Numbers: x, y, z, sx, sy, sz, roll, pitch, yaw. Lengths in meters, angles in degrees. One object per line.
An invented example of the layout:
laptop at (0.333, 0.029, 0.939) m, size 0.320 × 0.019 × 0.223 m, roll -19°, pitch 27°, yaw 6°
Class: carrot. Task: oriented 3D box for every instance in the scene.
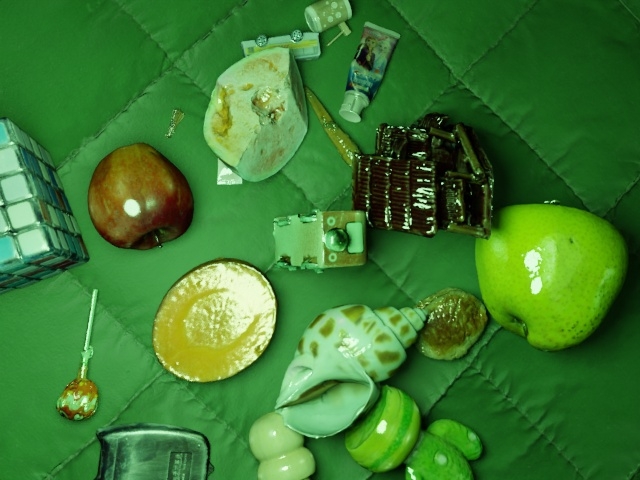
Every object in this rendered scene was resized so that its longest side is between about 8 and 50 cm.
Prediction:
carrot at (-0.239, 0.180, 1.393) m, size 0.307 × 0.100 × 0.258 m, roll -39°, pitch 86°, yaw -7°
carrot at (0.026, -0.280, 1.509) m, size 0.049 × 0.049 × 0.255 m, roll -34°, pitch 83°, yaw -9°

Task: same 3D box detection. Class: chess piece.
chess piece at (-0.067, 0.524, 1.354) m, size 0.166 × 0.167 × 0.300 m, roll -18°, pitch 78°, yaw -8°

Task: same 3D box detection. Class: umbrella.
umbrella at (-0.349, -0.282, 1.475) m, size 0.031 × 0.020 × 0.083 m, roll 26°, pitch 78°, yaw -43°

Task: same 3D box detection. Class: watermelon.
watermelon at (-0.155, -0.278, 1.437) m, size 0.175 × 0.188 × 0.322 m, roll 24°, pitch 68°, yaw 23°

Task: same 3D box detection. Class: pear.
pear at (0.533, 0.097, 1.425) m, size 0.342 × 0.238 × 0.318 m, roll 16°, pitch 73°, yaw -4°

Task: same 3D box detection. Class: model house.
model house at (0.209, -0.156, 1.385) m, size 0.282 × 0.297 × 0.318 m, roll 6°, pitch 85°, yaw -12°

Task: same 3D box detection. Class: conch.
conch at (0.070, 0.264, 1.349) m, size 0.368 × 0.197 × 0.250 m, roll -38°, pitch 61°, yaw 18°

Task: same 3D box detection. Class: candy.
candy at (-0.523, 0.250, 1.367) m, size 0.084 × 0.078 × 0.288 m, roll 8°, pitch 78°, yaw -22°

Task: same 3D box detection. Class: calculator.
calculator at (-0.371, 0.497, 1.371) m, size 0.267 × 0.040 × 0.177 m, roll 6°, pitch 85°, yaw -10°

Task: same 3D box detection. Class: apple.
apple at (-0.387, -0.088, 1.350) m, size 0.233 × 0.234 × 0.234 m, roll 1°, pitch 83°, yaw -6°

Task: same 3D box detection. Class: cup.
cup at (0.020, -0.551, 1.533) m, size 0.099 × 0.102 × 0.074 m, roll -28°, pitch 49°, yaw -8°

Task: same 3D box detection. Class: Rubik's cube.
Rubik's cube at (-0.689, -0.046, 1.271) m, size 0.291 × 0.287 × 0.293 m, roll -23°, pitch 87°, yaw -10°

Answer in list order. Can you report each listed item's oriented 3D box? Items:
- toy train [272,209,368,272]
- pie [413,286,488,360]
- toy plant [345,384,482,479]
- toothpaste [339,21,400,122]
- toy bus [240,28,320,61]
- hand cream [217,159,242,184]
toy train at (0.000, 0.000, 1.336) m, size 0.159 × 0.326 × 0.129 m, roll -5°, pitch 91°, yaw -23°
pie at (0.305, 0.197, 1.465) m, size 0.193 × 0.079 × 0.163 m, roll -34°, pitch 92°, yaw -9°
toy plant at (0.222, 0.477, 1.381) m, size 0.315 × 0.184 × 0.224 m, roll 33°, pitch 62°, yaw -12°
toothpaste at (0.116, -0.421, 1.533) m, size 0.096 × 0.061 × 0.266 m, roll 21°, pitch 75°, yaw -3°
toy bus at (-0.096, -0.464, 1.506) m, size 0.190 × 0.064 × 0.075 m, roll -12°, pitch 97°, yaw -8°
hand cream at (-0.225, -0.241, 1.480) m, size 0.052 × 0.038 × 0.217 m, roll -5°, pitch 87°, yaw 20°
